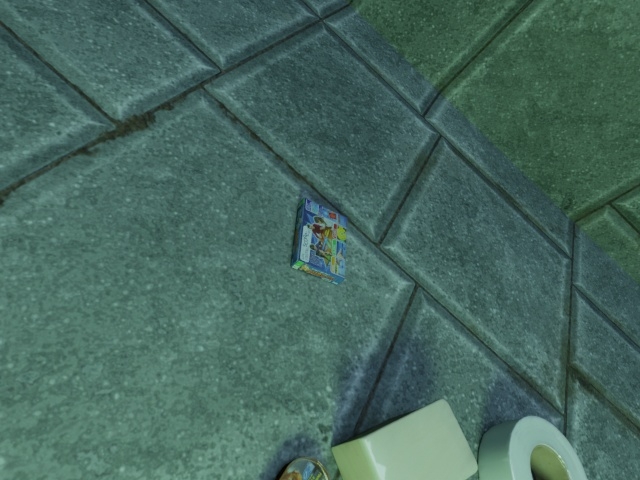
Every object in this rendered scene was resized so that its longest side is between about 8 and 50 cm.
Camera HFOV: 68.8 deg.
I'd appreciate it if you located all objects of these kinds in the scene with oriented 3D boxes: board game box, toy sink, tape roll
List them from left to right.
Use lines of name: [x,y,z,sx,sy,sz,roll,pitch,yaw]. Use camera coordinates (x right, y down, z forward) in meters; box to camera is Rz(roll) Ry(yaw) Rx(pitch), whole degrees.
board game box: [0.000,0.000,1.178,0.136,0.035,0.201,24,48,-22]
toy sink: [0.165,0.434,0.928,0.234,0.131,0.152,-10,67,-36]
tape roll: [0.514,0.575,1.116,0.286,0.100,0.286,20,49,-25]

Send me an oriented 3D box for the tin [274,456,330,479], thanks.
tin: [-0.051,0.468,0.806,0.106,0.040,0.190,44,44,2]
